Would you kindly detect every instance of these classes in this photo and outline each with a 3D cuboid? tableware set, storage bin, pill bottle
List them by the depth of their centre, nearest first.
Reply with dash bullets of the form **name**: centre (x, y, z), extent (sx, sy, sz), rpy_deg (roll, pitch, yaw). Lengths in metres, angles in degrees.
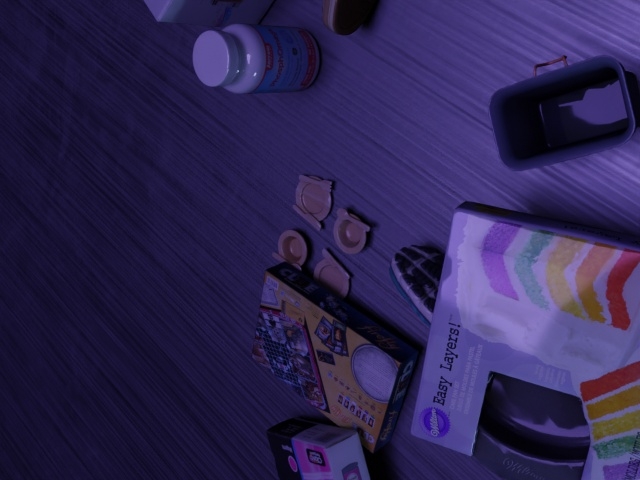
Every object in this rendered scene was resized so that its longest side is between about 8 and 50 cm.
- **storage bin**: centre (0.249, -0.131, 0.718), extent (0.135, 0.091, 0.098), rpy_deg (-13, 92, 40)
- **pill bottle**: centre (-0.082, -0.232, 0.927), extent (0.087, 0.160, 0.087), rpy_deg (11, 108, 38)
- **tableware set**: centre (0.000, 0.000, 1.007), extent (0.141, 0.020, 0.169), rpy_deg (36, 121, 28)

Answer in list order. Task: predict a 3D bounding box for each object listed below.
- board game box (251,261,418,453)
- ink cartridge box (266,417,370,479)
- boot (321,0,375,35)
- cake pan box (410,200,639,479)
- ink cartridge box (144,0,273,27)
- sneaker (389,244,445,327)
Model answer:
- **board game box**: centre (0.010, 0.159, 1.009), extent (0.243, 0.042, 0.165), rpy_deg (33, 126, 30)
- **ink cartridge box**: centre (0.032, 0.443, 1.026), extent (0.175, 0.069, 0.371), rpy_deg (-12, 96, 58)
- **boot**: centre (-0.003, -0.367, 0.886), extent (0.165, 0.077, 0.213), rpy_deg (20, 107, 35)
- **cake pan box**: centre (0.229, 0.113, 0.715), extent (0.245, 0.070, 0.267), rpy_deg (17, 108, 23)
- **ink cartridge box**: centre (-0.145, -0.367, 0.941), extent (0.127, 0.176, 0.128), rpy_deg (-45, 72, 35)
- **sneaker**: centre (0.165, 0.127, 0.849), extent (0.275, 0.107, 0.110), rpy_deg (54, 137, 17)
